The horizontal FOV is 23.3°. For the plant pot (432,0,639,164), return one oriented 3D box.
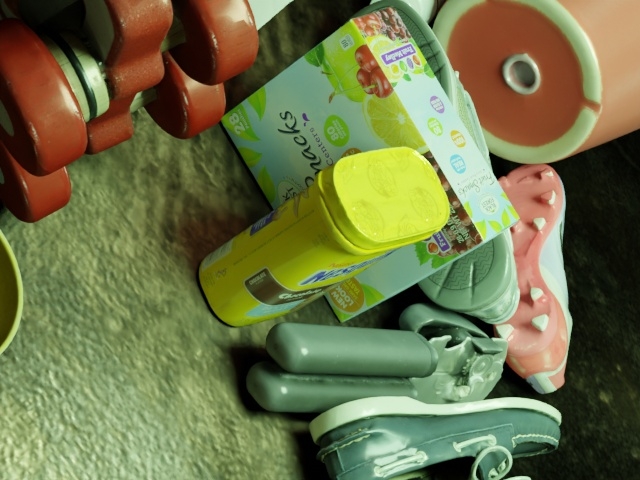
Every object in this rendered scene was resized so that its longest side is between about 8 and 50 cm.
[{"bbox_3d":[0.256,-0.212,1.575,0.243,0.275,0.275,-37,93,-43],"label":"plant pot"}]

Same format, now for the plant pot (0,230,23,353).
[{"bbox_3d":[-0.268,0.038,0.968,0.134,0.095,0.134,25,49,-33],"label":"plant pot"}]

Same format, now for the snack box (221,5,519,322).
[{"bbox_3d":[0.038,-0.060,1.291,0.070,0.174,0.207,-27,87,-50],"label":"snack box"}]

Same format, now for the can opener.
[{"bbox_3d":[0.047,0.096,1.298,0.283,0.076,0.095,7,28,-43],"label":"can opener"}]

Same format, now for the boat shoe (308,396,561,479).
[{"bbox_3d":[0.106,0.173,1.269,0.254,0.095,0.079,7,58,-42],"label":"boat shoe"}]

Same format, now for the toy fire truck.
[{"bbox_3d":[-0.187,-0.172,1.054,0.169,0.302,0.254,-31,86,-19],"label":"toy fire truck"}]

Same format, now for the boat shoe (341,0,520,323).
[{"bbox_3d":[0.099,-0.073,1.419,0.320,0.118,0.103,67,13,23],"label":"boat shoe"}]

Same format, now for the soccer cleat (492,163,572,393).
[{"bbox_3d":[0.204,0.031,1.495,0.248,0.083,0.095,-84,156,-43],"label":"soccer cleat"}]

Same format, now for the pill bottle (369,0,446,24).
[{"bbox_3d":[0.092,-0.250,1.562,0.067,0.067,0.120,49,39,-10],"label":"pill bottle"}]

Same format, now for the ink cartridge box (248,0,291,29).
[{"bbox_3d":[-0.075,-0.222,1.263,0.086,0.148,0.203,46,22,-14],"label":"ink cartridge box"}]

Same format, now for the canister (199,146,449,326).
[{"bbox_3d":[0.000,0.000,1.214,0.126,0.170,0.073,-14,76,-49],"label":"canister"}]
